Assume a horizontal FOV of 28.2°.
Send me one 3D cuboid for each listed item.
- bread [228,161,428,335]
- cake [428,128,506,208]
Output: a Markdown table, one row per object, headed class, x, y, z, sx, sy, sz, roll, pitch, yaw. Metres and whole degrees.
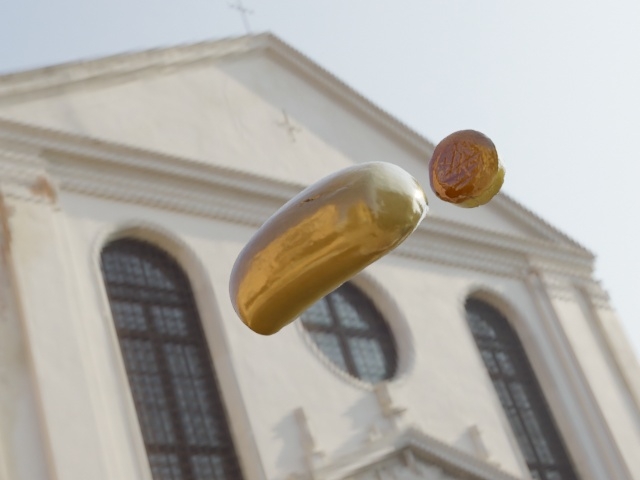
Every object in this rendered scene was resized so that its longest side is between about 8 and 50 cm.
| class | x | y | z | sx | sy | sz | roll | pitch | yaw |
| --- | --- | --- | --- | --- | --- | --- | --- | --- | --- |
| bread | 0.000 | 0.000 | 1.230 | 0.217 | 0.098 | 0.147 | -38 | 6 | 27 |
| cake | 0.155 | -0.076 | 1.357 | 0.084 | 0.084 | 0.044 | -32 | -28 | 19 |
